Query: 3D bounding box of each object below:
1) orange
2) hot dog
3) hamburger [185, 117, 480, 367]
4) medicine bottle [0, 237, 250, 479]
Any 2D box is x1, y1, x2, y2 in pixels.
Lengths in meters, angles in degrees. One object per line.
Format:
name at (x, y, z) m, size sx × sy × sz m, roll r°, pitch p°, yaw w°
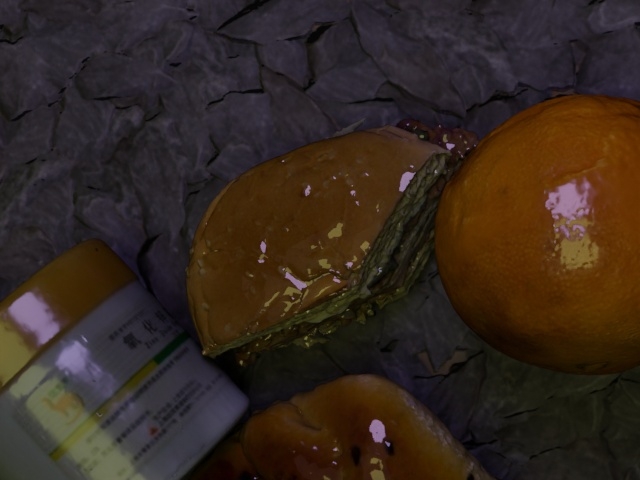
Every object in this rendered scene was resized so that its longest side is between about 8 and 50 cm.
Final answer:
orange at (0.230, -0.002, 1.179) m, size 0.261 × 0.261 × 0.261 m, roll 2°, pitch 99°, yaw 12°
hot dog at (0.032, 0.322, 1.306) m, size 0.367 × 0.196 × 0.365 m, roll -38°, pitch 86°, yaw 13°
hamburger at (0.000, 0.000, 1.282) m, size 0.245 × 0.155 × 0.282 m, roll 19°, pitch 91°, yaw 20°
medicine bottle at (-0.224, 0.156, 1.306) m, size 0.232 × 0.238 × 0.238 m, roll 46°, pitch 104°, yaw 1°
